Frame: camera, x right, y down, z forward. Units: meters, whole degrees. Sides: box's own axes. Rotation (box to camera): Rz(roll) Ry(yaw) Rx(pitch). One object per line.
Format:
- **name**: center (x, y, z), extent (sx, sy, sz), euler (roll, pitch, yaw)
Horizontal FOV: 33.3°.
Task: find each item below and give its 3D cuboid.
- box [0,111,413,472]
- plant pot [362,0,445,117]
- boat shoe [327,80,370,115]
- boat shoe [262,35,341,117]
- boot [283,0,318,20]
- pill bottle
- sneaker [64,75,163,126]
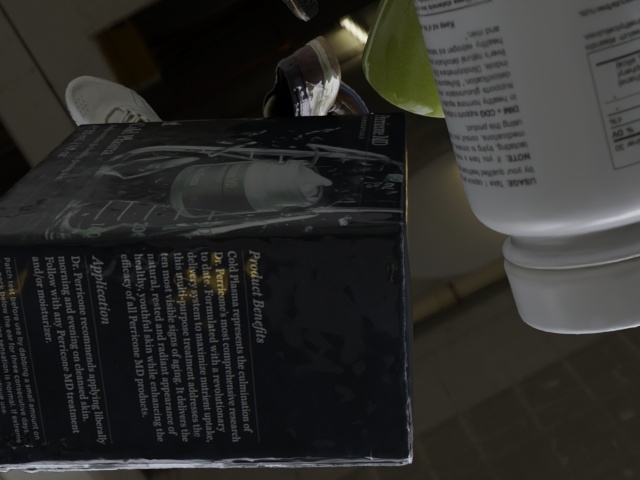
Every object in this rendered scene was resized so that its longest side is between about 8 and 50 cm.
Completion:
- **box**: center (-0.123, 0.040, 1.334), extent (0.472, 0.297, 0.480), euler (0, -159, 4)
- **plant pot**: center (0.223, -0.415, 1.872), extent (0.275, 0.293, 0.275), euler (3, -130, -3)
- **boat shoe**: center (0.013, -0.249, 1.882), extent (0.066, 0.183, 0.066), euler (-37, 171, -30)
- **boat shoe**: center (-0.041, -0.191, 1.588), extent (0.092, 0.103, 0.285), euler (-17, 158, -19)
- **boot**: center (-0.105, -0.475, 1.988), extent (0.137, 0.198, 0.077), euler (-25, -168, 36)
- **pill bottle**: center (0.154, -0.098, 0.657), extent (0.160, 0.283, 0.160), euler (-15, -167, 4)
- **sneaker**: center (-0.292, -0.176, 1.775), extent (0.111, 0.297, 0.129), euler (-56, -171, -6)
